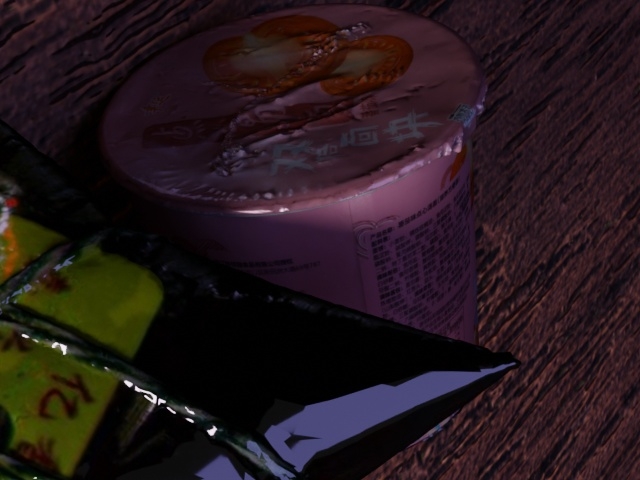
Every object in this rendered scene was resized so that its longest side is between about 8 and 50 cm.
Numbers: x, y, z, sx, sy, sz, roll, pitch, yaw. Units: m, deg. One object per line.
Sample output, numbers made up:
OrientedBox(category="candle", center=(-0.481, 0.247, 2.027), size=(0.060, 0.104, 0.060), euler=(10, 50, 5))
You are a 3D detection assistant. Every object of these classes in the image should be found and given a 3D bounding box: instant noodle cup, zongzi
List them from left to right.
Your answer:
OrientedBox(category="zongzi", center=(-0.094, 0.130, 0.882), size=(0.319, 0.362, 0.383), euler=(61, 42, -76))
OrientedBox(category="instant noodle cup", center=(0.000, 0.000, 1.074), size=(0.243, 0.243, 0.231), euler=(-46, 137, -38))
